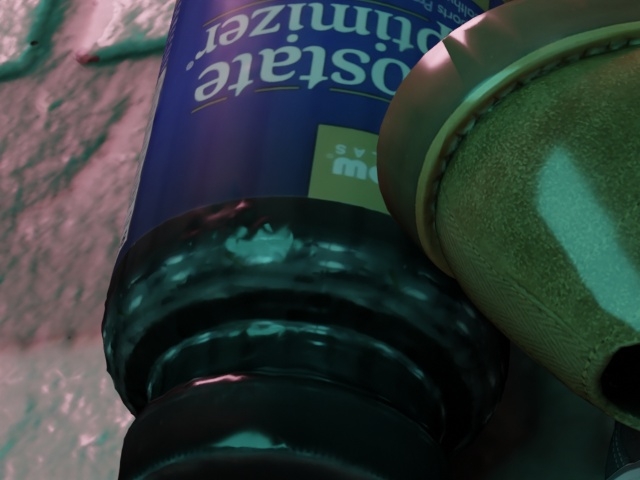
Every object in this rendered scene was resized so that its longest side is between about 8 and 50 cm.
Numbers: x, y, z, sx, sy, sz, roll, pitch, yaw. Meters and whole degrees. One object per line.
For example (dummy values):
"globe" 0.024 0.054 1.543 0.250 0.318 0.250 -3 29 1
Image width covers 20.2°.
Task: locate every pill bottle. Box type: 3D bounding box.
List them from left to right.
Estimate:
"pill bottle" 0.000 0.000 0.558 0.123 0.123 0.219 -10 47 20

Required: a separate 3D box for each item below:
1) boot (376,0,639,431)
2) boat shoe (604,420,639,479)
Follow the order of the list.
"boot" 0.176 -0.029 0.477 0.305 0.112 0.115 -20 44 -17
"boat shoe" 0.182 0.046 0.462 0.228 0.080 0.076 -13 47 27
